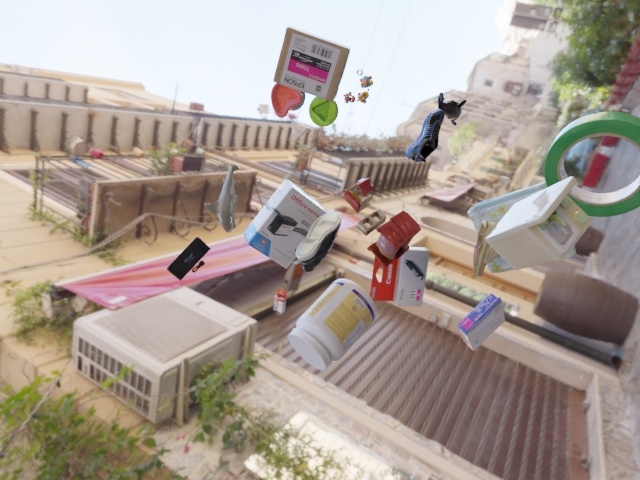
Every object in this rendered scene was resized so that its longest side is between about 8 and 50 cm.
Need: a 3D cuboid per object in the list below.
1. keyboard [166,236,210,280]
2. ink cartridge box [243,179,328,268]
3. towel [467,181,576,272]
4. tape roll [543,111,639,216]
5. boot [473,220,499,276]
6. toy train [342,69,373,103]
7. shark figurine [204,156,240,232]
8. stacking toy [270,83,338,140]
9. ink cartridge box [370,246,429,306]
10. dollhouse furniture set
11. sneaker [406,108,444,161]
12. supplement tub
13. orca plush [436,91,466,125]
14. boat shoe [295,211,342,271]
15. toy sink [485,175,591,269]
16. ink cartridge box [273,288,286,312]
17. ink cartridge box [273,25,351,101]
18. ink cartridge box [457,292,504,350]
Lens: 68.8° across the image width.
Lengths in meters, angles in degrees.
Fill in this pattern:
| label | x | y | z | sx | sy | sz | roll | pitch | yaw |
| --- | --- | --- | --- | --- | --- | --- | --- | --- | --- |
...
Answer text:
| label | x | y | z | sx | sy | sz | roll | pitch | yaw |
| --- | --- | --- | --- | --- | --- | --- | --- | --- | --- |
| keyboard | -0.530 | 0.081 | 1.912 | 0.180 | 0.023 | 0.108 | -48 | -61 | -12 |
| ink cartridge box | -0.147 | -0.070 | 2.013 | 0.223 | 0.129 | 0.307 | 35 | -81 | -27 |
| towel | 0.839 | -0.047 | 1.976 | 0.090 | 0.374 | 0.321 | -18 | -91 | -46 |
| tape roll | 0.870 | -0.231 | 1.444 | 0.077 | 0.321 | 0.322 | -44 | -32 | -44 |
| boot | 0.736 | 0.046 | 1.899 | 0.095 | 0.203 | 0.262 | -77 | -9 | -59 |
| toy train | 0.172 | -0.704 | 2.173 | 0.046 | 0.125 | 0.166 | -27 | -34 | -62 |
| shark figurine | -0.355 | -0.153 | 1.672 | 0.166 | 0.116 | 0.279 | -107 | 21 | -76 |
| stacking toy | -0.042 | -0.606 | 2.026 | 0.130 | 0.308 | 0.280 | -29 | -83 | -60 |
| ink cartridge box | 0.360 | 0.164 | 2.138 | 0.060 | 0.238 | 0.275 | -121 | 34 | -72 |
| dollhouse furniture set | 0.218 | -0.093 | 1.919 | 0.152 | 0.374 | 0.201 | -34 | -19 | -19 |
| sneaker | 0.431 | -0.404 | 1.818 | 0.081 | 0.090 | 0.232 | 31 | -90 | -42 |
| supplement tub | 0.051 | 0.346 | 1.937 | 0.331 | 0.241 | 0.241 | -43 | -32 | -27 |
| orca plush | 0.577 | -0.599 | 2.032 | 0.102 | 0.151 | 0.287 | -31 | -18 | 26 |
| boat shoe | 0.000 | 0.000 | 1.867 | 0.302 | 0.114 | 0.091 | -49 | -43 | -35 |
| toy sink | 0.559 | -0.033 | 1.167 | 0.153 | 0.131 | 0.234 | -46 | 0 | -19 |
| ink cartridge box | -0.214 | 0.316 | 2.448 | 0.029 | 0.062 | 0.115 | -17 | -62 | -54 |
| ink cartridge box | -0.030 | -0.624 | 1.656 | 0.088 | 0.234 | 0.193 | -75 | 4 | -63 |
| ink cartridge box | 0.631 | 0.317 | 1.829 | 0.186 | 0.065 | 0.311 | -43 | -32 | -1 |
